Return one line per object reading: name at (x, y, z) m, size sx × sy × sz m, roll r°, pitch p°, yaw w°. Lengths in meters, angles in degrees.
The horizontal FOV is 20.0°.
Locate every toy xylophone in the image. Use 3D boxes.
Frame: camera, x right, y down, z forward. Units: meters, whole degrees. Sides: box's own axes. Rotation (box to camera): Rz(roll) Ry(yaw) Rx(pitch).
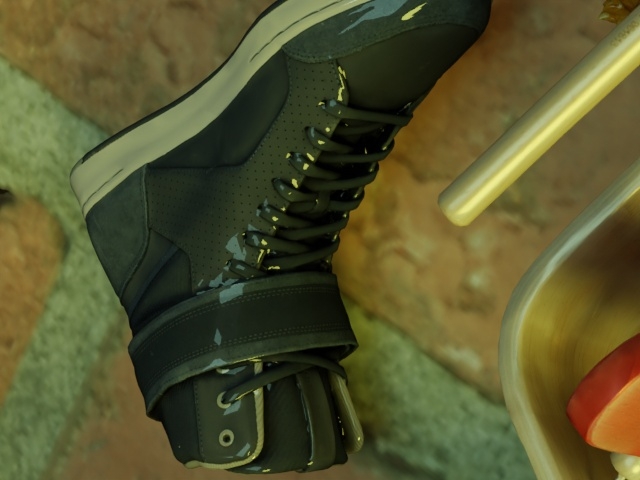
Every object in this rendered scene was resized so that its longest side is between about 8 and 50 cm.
toy xylophone at (0.166, -0.028, 0.533) m, size 0.322 × 0.236 × 0.081 m, roll -50°, pitch 59°, yaw 22°

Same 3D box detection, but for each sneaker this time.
sneaker at (0.001, 0.000, 0.710) m, size 0.226 × 0.086 × 0.163 m, roll -34°, pitch 64°, yaw 39°

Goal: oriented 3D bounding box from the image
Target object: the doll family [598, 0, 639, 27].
doll family at (0.122, -0.139, 0.599) m, size 0.263 × 0.163 × 0.118 m, roll 6°, pitch 58°, yaw 33°
